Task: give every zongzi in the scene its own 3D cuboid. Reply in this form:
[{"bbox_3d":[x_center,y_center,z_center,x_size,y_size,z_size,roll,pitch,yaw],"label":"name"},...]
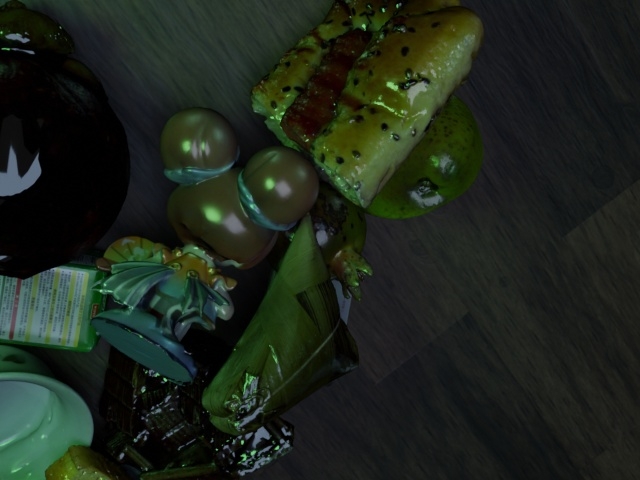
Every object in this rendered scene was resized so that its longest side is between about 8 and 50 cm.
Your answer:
[{"bbox_3d":[-0.085,0.133,1.329,0.274,0.145,0.300,-26,113,-40],"label":"zongzi"}]

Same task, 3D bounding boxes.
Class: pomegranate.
[{"bbox_3d":[-0.004,0.011,1.488,0.198,0.198,0.246,-16,74,-10],"label":"pomegranate"}]

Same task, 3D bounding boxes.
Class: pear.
[{"bbox_3d":[0.166,-0.161,1.479,0.292,0.292,0.159,-32,118,-4],"label":"pear"}]

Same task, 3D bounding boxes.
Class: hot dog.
[{"bbox_3d":[0.087,-0.278,1.373,0.365,0.367,0.196,-45,132,-3],"label":"hot dog"}]

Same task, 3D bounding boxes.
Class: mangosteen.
[{"bbox_3d":[-0.483,-0.150,1.253,0.381,0.381,0.421,-5,105,-13],"label":"mangosteen"}]

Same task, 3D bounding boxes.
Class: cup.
[{"bbox_3d":[-0.585,0.311,1.421,0.347,0.163,0.347,-18,133,-21],"label":"cup"}]

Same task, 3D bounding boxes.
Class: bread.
[{"bbox_3d":[-0.405,0.441,1.475,0.103,0.065,0.187,-36,133,-5],"label":"bread"}]

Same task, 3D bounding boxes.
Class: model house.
[{"bbox_3d":[-0.261,0.283,1.464,0.297,0.317,0.282,-36,117,-18],"label":"model house"}]

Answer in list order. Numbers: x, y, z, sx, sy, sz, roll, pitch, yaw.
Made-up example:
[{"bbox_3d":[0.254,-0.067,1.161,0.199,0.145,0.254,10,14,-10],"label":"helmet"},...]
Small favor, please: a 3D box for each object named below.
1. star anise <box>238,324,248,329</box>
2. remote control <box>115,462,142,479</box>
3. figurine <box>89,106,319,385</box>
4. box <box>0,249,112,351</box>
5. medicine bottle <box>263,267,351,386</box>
[{"bbox_3d":[-0.072,0.186,1.596,0.191,0.070,0.097,13,105,-18],"label":"star anise"},{"bbox_3d":[-0.305,0.523,1.589,0.266,0.066,0.090,36,72,-2],"label":"remote control"},{"bbox_3d":[-0.199,0.005,1.327,0.277,0.248,0.388,28,66,8],"label":"figurine"},{"bbox_3d":[-0.501,0.092,1.450,0.250,0.103,0.180,10,101,-15],"label":"box"},{"bbox_3d":[-0.035,0.154,1.552,0.171,0.052,0.201,23,59,-17],"label":"medicine bottle"}]
